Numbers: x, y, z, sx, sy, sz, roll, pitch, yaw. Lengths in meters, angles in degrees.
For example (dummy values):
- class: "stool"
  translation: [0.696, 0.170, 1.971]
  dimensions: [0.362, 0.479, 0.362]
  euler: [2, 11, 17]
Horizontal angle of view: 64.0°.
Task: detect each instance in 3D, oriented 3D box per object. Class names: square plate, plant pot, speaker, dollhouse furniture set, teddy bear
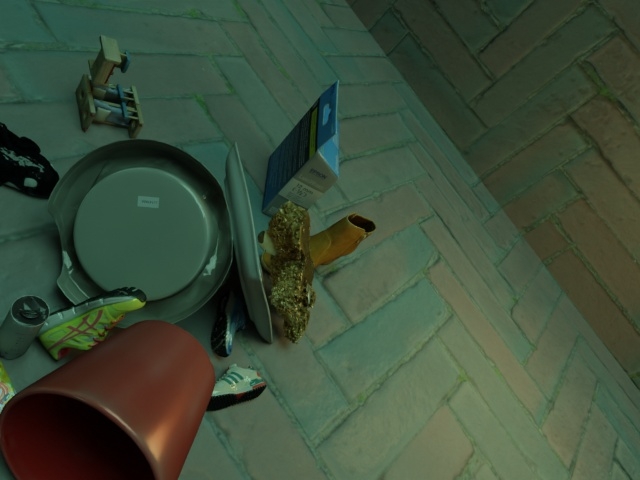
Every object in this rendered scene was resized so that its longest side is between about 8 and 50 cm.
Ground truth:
- class: "square plate"
  translation: [-0.164, 0.018, 1.151]
  dimensions: [0.049, 0.344, 0.348]
  euler: [-11, 60, -7]
- class: "plant pot"
  translation: [-0.306, 0.271, 0.816]
  dimensions: [0.275, 0.275, 0.243]
  euler: [45, 28, -6]
- class: "speaker"
  translation: [-0.486, 0.142, 0.829]
  dimensions: [0.055, 0.136, 0.055]
  euler: [25, 44, -27]
- class: "dollhouse furniture set"
  translation: [-0.479, -0.353, 1.213]
  dimensions: [0.129, 0.183, 0.129]
  euler: [4, 57, -43]
- class: "teddy bear"
  translation: [-0.077, 0.079, 1.188]
  dimensions: [0.113, 0.338, 0.245]
  euler: [3, 51, 9]

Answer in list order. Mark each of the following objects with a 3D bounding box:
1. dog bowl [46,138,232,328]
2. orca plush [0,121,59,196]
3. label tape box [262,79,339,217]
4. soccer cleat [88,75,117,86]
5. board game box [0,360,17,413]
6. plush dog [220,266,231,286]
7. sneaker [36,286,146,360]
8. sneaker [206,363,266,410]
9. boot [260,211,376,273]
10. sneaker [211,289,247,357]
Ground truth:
- class: "dog bowl"
  translation: [-0.332, -0.012, 0.981]
  dimensions: [0.349, 0.349, 0.102]
  euler: [46, -2, -5]
- class: "orca plush"
  translation: [-0.632, -0.212, 1.009]
  dimensions: [0.287, 0.102, 0.151]
  euler: [50, 38, 0]
- class: "label tape box"
  translation: [-0.022, -0.241, 1.436]
  dimensions: [0.115, 0.347, 0.249]
  euler: [27, 43, -26]
- class: "soccer cleat"
  translation: [-0.550, -0.391, 1.303]
  dimensions: [0.083, 0.029, 0.036]
  euler: [23, 41, -37]
- class: "board game box"
  translation: [-0.547, 0.220, 0.792]
  dimensions: [0.103, 0.026, 0.154]
  euler: [-22, 76, -51]
- class: "plush dog"
  translation: [-0.328, -0.016, 1.102]
  dimensions: [0.225, 0.211, 0.263]
  euler: [-17, 67, -22]
- class: "sneaker"
  translation: [-0.393, 0.147, 0.896]
  dimensions: [0.081, 0.208, 0.094]
  euler: [-45, 114, -81]
- class: "sneaker"
  translation: [-0.192, 0.299, 1.065]
  dimensions: [0.161, 0.057, 0.075]
  euler: [0, 42, -43]
- class: "boot"
  translation: [0.001, 0.001, 1.368]
  dimensions: [0.295, 0.211, 0.104]
  euler: [-6, 63, -47]
- class: "sneaker"
  translation: [-0.193, 0.188, 1.142]
  dimensions: [0.073, 0.063, 0.162]
  euler: [31, 41, -27]
